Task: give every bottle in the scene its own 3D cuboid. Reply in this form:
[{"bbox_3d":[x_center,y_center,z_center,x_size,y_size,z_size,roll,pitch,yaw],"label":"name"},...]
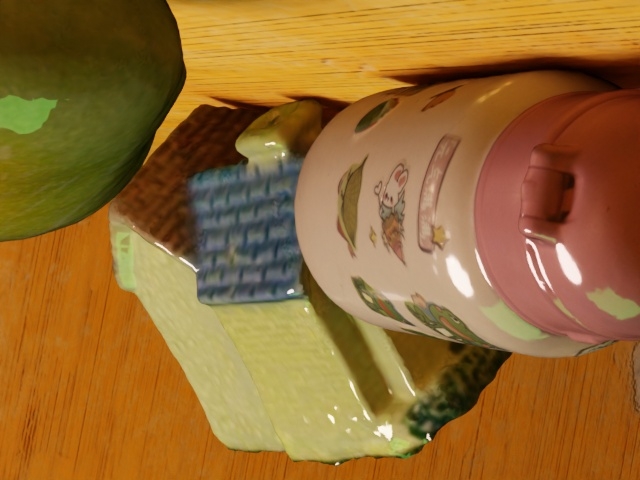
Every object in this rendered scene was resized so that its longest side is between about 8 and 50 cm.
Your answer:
[{"bbox_3d":[0.084,-0.011,0.759,0.120,0.120,0.253,11,179,-21],"label":"bottle"}]

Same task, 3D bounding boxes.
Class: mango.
[{"bbox_3d":[-0.127,-0.055,0.642,0.156,0.114,0.251,19,176,-17],"label":"mango"}]

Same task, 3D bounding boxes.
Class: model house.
[{"bbox_3d":[0.000,0.000,1.071,0.214,0.195,0.189,-5,129,54],"label":"model house"}]
